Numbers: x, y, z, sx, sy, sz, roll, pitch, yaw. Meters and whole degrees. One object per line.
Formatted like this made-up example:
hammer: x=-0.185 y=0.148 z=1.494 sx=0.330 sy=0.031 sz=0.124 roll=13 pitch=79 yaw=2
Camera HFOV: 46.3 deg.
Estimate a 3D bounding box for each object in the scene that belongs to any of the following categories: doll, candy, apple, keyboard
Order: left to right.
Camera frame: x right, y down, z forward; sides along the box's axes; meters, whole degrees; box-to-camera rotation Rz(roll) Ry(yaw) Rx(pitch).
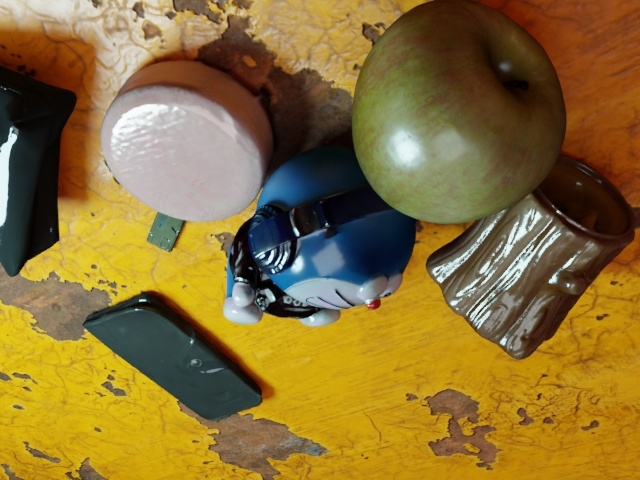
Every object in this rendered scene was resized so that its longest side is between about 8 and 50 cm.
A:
keyboard: x=-0.254 y=-0.030 z=1.253 sx=0.049 sy=0.015 sz=0.129 roll=27 pitch=134 yaw=-6
candy: x=-0.183 y=-0.140 z=1.070 sx=0.255 sy=0.094 sz=0.255 roll=7 pitch=135 yaw=7
doll: x=0.000 y=0.000 z=1.075 sx=0.284 sy=0.240 sz=0.310 roll=-10 pitch=168 yaw=-38
apple: x=0.149 y=-0.144 z=0.879 sx=0.257 sy=0.256 sz=0.234 roll=35 pitch=146 yaw=-20

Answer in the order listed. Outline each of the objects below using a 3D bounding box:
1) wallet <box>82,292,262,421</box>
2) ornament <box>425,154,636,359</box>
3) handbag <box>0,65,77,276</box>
wallet: x=-0.284 y=0.245 z=1.504 sx=0.197 sy=0.051 sz=0.377 roll=-21 pitch=128 yaw=31
ornament: x=0.296 y=0.013 z=1.031 sx=0.235 sy=0.221 sz=0.217 roll=16 pitch=132 yaw=-14
handbag: x=-0.524 y=-0.134 z=1.125 sx=0.288 sy=0.152 sz=0.342 roll=28 pitch=127 yaw=6
